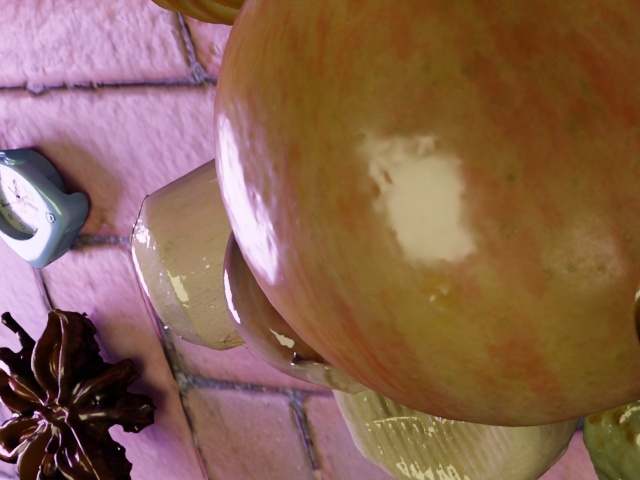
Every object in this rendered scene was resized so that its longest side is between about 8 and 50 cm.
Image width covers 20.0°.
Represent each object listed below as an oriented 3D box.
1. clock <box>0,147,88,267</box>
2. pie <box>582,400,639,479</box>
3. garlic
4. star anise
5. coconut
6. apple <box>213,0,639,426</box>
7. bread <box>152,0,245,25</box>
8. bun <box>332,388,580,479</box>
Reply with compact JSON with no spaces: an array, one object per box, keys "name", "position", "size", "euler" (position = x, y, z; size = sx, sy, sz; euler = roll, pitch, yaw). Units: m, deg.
[{"name":"clock","position":[-0.308,-0.050,1.861],"size":[0.147,0.045,0.108],"euler":[46,136,10]},{"name":"pie","position":[0.310,0.198,1.438],"size":[0.248,0.090,0.201],"euler":[43,141,18]},{"name":"garlic","position":[-0.003,-0.004,1.477],"size":[0.148,0.267,0.128],"euler":[5,163,-4]},{"name":"star anise","position":[-0.258,0.183,1.914],"size":[0.190,0.126,0.220],"euler":[-2,86,42]},{"name":"coconut","position":[-0.068,0.007,1.603],"size":[0.183,0.171,0.171],"euler":[-23,102,7]},{"name":"apple","position":[0.126,-0.072,1.205],"size":[0.391,0.391,0.347],"euler":[-4,114,43]},{"name":"bread","position":[-0.105,-0.268,1.504],"size":[0.213,0.105,0.213],"euler":[22,131,28]},{"name":"bun","position":[0.117,0.099,1.511],"size":[0.229,0.145,0.229],"euler":[17,129,22]}]
